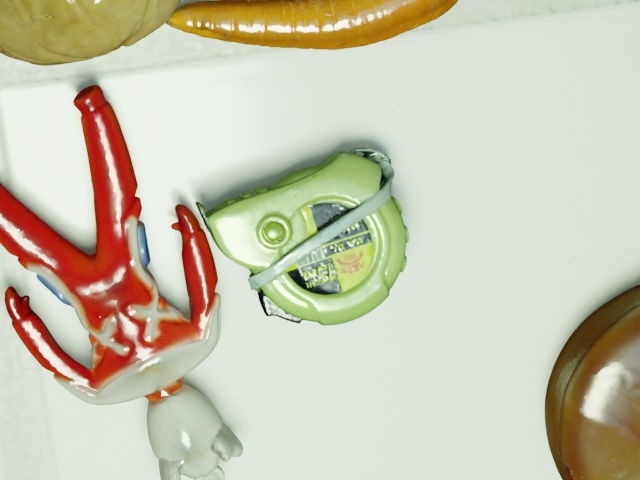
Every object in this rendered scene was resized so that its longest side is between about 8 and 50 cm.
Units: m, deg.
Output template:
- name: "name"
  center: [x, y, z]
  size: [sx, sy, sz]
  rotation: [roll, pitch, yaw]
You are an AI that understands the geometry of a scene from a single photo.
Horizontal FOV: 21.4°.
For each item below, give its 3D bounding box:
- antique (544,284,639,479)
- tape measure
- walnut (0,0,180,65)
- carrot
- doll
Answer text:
- name: "antique"
  center: [0.338, 0.141, 1.594]
  size: [0.278, 0.129, 0.223]
  rotation: [-34, 108, 1]
- name: "tape measure"
  center: [0.000, 0.000, 1.519]
  size: [0.177, 0.087, 0.154]
  rotation: [-24, 96, -4]
- name: "walnut"
  center: [-0.209, -0.253, 1.359]
  size: [0.228, 0.228, 0.228]
  rotation: [-2, 106, -9]
- name: "carrot"
  center: [0.003, -0.197, 1.484]
  size: [0.271, 0.062, 0.066]
  rotation: [-14, 140, -1]
- name: "doll"
  center: [-0.175, 0.062, 1.510]
  size: [0.188, 0.099, 0.384]
  rotation: [-25, 102, -1]
